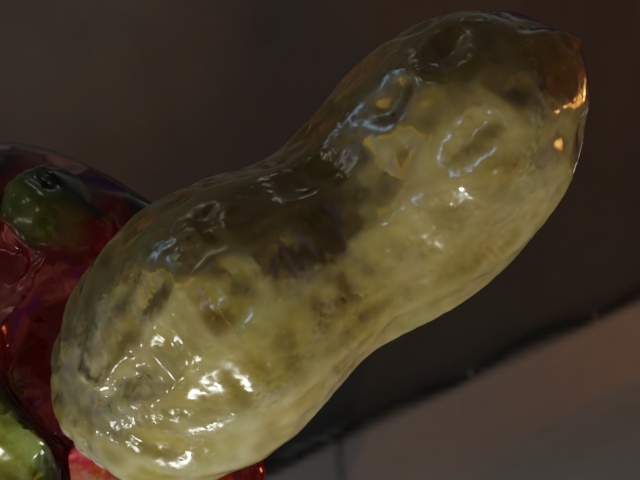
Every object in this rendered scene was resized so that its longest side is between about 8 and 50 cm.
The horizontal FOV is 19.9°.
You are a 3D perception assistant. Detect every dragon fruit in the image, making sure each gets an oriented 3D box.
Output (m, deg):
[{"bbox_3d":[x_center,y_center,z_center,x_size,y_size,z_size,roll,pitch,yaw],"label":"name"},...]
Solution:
[{"bbox_3d":[-0.143,0.093,0.935,0.237,0.302,0.231,-24,-160,47],"label":"dragon fruit"}]

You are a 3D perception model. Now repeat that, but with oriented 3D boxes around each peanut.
[{"bbox_3d":[0.000,0.000,0.541,0.193,0.089,0.089,-39,-160,-2],"label":"peanut"}]
